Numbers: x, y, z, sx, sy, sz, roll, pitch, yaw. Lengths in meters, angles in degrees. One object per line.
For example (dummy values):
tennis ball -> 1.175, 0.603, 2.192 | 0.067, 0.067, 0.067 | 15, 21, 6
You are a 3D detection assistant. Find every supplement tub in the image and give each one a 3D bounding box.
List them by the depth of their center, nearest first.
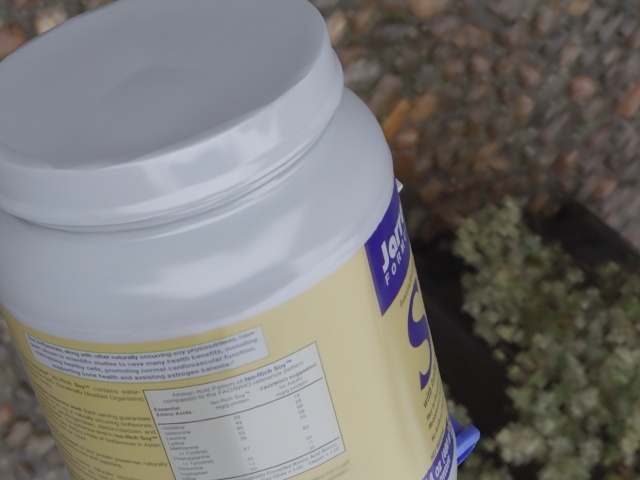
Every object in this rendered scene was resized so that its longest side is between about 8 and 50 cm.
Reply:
supplement tub -> -0.060, 0.041, 0.936 | 0.241, 0.241, 0.331 | -31, 127, -23

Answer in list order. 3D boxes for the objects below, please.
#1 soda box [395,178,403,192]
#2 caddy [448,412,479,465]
soda box -> 0.000, 0.000, 1.588 | 0.074, 0.069, 0.216 | -40, 169, -39
caddy -> 0.019, 0.222, 1.303 | 0.241, 0.179, 0.341 | -46, 170, -5
